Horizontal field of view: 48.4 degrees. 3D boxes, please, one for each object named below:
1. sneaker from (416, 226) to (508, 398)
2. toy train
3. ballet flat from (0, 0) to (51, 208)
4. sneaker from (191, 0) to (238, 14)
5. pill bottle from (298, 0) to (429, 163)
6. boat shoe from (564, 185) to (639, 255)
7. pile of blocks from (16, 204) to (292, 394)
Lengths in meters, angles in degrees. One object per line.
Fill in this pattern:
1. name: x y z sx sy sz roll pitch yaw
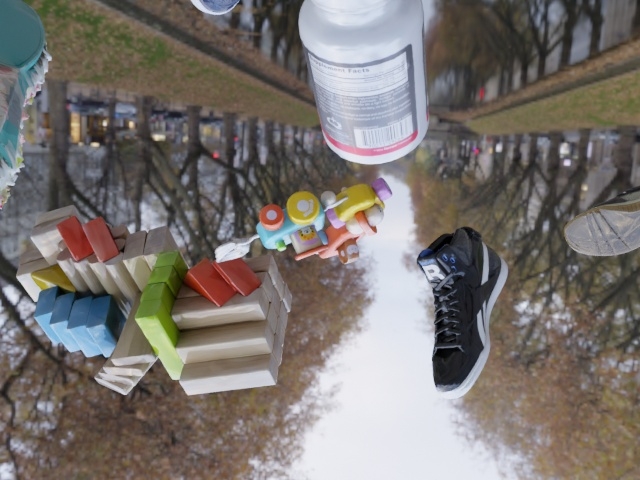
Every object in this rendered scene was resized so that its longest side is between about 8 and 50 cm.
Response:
1. sneaker: 0.157 0.079 0.900 0.121 0.217 0.079 40 145 -24
2. toy train: 0.000 0.000 0.603 0.166 0.046 0.125 -11 158 -46
3. ballet flat: -0.195 -0.069 0.367 0.091 0.077 0.241 23 -156 -25
4. sneaker: -0.061 -0.380 0.789 0.099 0.282 0.153 8 -160 -42
5. pill bottle: 0.065 -0.275 1.034 0.176 0.176 0.319 6 146 15
6. boat shoe: 0.323 -0.026 0.722 0.152 0.056 0.049 -21 -170 46
7. pile of blocks: -0.195 0.043 0.675 0.362 0.113 0.149 9 -134 32
